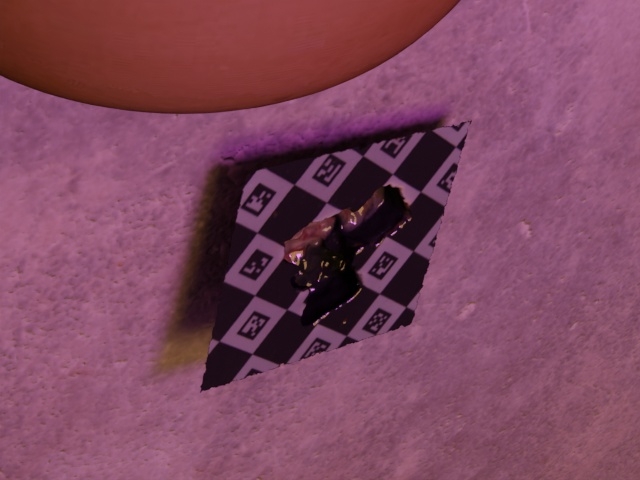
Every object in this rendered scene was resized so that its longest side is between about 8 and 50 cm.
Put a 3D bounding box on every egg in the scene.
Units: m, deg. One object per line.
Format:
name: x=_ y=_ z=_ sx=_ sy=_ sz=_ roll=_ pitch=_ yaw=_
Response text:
egg: x=-0.068 y=-0.212 z=0.815 sx=0.374 sy=0.301 sz=0.301 roll=-19 pitch=140 yaw=-27

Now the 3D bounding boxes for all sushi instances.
sushi: x=0.000 y=0.000 z=1.329 sx=0.231 sy=0.047 sz=0.219 roll=-15 pitch=134 yaw=-36
